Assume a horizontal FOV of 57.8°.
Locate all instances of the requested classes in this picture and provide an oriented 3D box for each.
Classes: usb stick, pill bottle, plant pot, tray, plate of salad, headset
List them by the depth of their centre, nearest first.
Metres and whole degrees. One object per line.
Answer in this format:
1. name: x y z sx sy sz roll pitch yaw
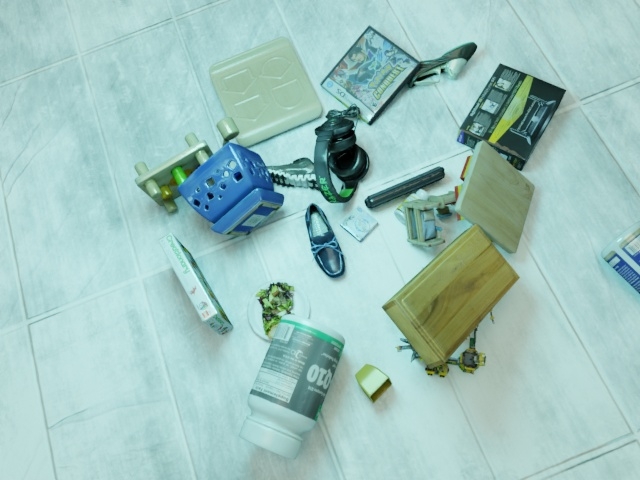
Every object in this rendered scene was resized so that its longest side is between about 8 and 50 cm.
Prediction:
1. tray: 0.368 0.139 1.583 0.411 0.076 0.203 -36 86 -35
2. pill bottle: -0.082 0.411 1.642 0.204 0.204 0.361 18 73 13
3. pill bottle: 0.964 0.086 1.674 0.153 0.153 0.265 -36 70 -8
4. plant pot: 0.148 0.407 1.685 0.081 0.081 0.083 -42 60 -10
5. plate of salad: -0.133 0.214 1.807 0.199 0.048 0.200 -2 69 6
6. plant pot: -0.267 -0.145 1.842 0.236 0.236 0.212 -39 77 14
7. pill bottle: 0.298 -0.110 1.873 0.116 0.065 0.065 -44 71 -10
8. usb stick: 0.276 -0.174 1.897 0.278 0.077 0.045 -23 95 -2
9. headset: 0.049 -0.301 1.905 0.185 0.243 0.394 0 52 27

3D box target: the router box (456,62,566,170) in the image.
1. router box: 0.638 -0.418 1.945 0.243 0.081 0.309 30 75 16

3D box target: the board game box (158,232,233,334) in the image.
1. board game box: -0.383 0.137 1.787 0.053 0.193 0.305 -32 69 -6

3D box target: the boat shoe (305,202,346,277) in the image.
1. boat shoe: 0.000 0.000 1.852 0.109 0.089 0.258 -26 68 -4

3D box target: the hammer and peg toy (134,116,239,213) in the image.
1. hammer and peg toy: -0.408 -0.240 1.907 0.361 0.266 0.127 -31 78 -5

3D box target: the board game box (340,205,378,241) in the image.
1. board game box: 0.127 -0.054 1.896 0.090 0.020 0.090 41 79 19

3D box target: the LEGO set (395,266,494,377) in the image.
1. LEGO set: 0.374 0.220 1.668 0.254 0.192 0.331 15 71 12

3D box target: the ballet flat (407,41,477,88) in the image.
1. ballet flat: 0.426 -0.606 2.044 0.280 0.095 0.096 -18 78 10

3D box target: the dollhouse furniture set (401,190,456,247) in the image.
1. dollhouse furniture set: 0.372 -0.070 1.803 0.183 0.129 0.129 -15 104 -20

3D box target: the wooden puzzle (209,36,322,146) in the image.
1. wooden puzzle: -0.199 -0.531 2.092 0.322 0.080 0.348 -23 73 -2

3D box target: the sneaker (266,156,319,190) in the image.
1. sneaker: -0.080 -0.236 1.964 0.234 0.078 0.106 9 64 9

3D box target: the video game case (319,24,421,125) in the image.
1. video game case: 0.173 -0.584 2.046 0.248 0.035 0.275 43 97 19

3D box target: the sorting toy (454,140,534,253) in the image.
1. sorting toy: 0.519 -0.126 1.787 0.257 0.089 0.255 34 65 -23
